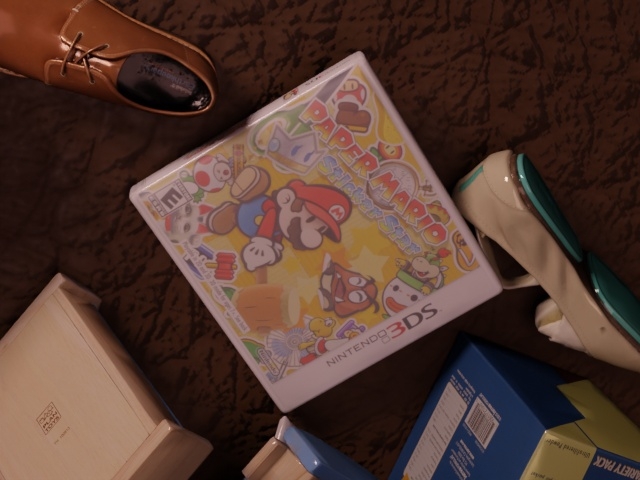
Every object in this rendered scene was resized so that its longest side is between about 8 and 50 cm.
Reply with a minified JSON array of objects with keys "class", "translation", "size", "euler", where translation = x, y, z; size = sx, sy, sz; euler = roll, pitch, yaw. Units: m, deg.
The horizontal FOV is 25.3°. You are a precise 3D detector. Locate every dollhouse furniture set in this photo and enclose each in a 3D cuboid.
[{"class":"dollhouse furniture set","translation":[-0.135,0.222,1.116],"size":[0.286,0.198,0.303],"euler":[-49,135,5]}]

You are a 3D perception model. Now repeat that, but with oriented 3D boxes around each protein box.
[{"class":"protein box","translation":[0.154,0.215,1.135],"size":[0.136,0.200,0.201],"euler":[21,102,-19]}]

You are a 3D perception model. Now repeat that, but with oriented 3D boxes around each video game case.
[{"class":"video game case","translation":[0.000,0.000,1.102],"size":[0.206,0.026,0.227],"euler":[-30,112,8]}]

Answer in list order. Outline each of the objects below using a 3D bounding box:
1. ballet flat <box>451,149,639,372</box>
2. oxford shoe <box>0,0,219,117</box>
[{"class":"ballet flat","translation":[0.192,0.031,1.160],"size":[0.086,0.086,0.248],"euler":[-40,111,1]},{"class":"oxford shoe","translation":[-0.169,-0.137,1.009],"size":[0.212,0.076,0.076],"euler":[14,105,-16]}]
